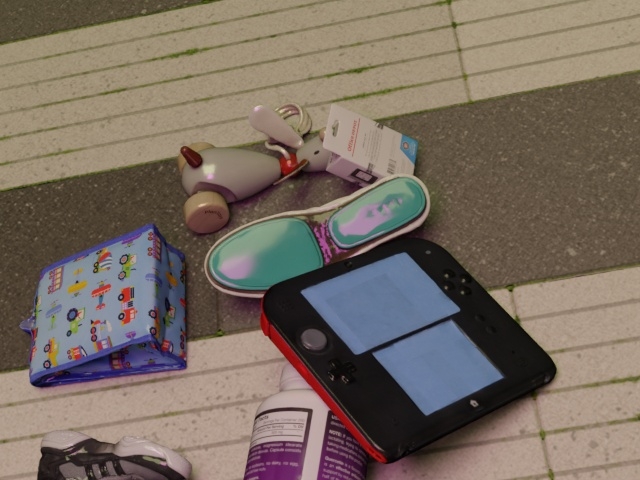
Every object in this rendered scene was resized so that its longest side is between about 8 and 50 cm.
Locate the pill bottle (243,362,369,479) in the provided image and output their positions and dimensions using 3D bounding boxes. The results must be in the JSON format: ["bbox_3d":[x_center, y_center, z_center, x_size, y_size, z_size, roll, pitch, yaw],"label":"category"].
[{"bbox_3d":[-0.022,0.349,1.628,0.182,0.181,0.322,2,58,14],"label":"pill bottle"}]

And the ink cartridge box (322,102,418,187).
[{"bbox_3d":[0.077,-0.157,1.940,0.180,0.060,0.104,23,58,-19],"label":"ink cartridge box"}]

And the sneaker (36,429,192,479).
[{"bbox_3d":[-0.336,0.390,1.723,0.269,0.101,0.153,3,60,21],"label":"sneaker"}]

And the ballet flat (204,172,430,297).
[{"bbox_3d":[0.000,0.000,1.880,0.400,0.139,0.139,-22,56,-2],"label":"ballet flat"}]

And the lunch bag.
[{"bbox_3d":[-0.391,0.125,1.894,0.293,0.138,0.220,-13,59,15],"label":"lunch bag"}]

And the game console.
[{"bbox_3d":[0.132,0.150,1.692,0.387,0.060,0.342,-19,49,-36],"label":"game console"}]

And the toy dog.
[{"bbox_3d":[-0.125,-0.155,1.979,0.334,0.161,0.220,-35,58,-10],"label":"toy dog"}]
